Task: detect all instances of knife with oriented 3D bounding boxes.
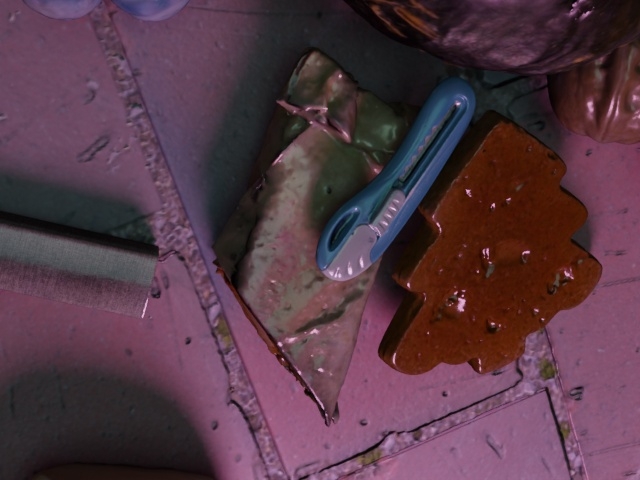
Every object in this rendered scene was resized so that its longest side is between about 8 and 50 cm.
[{"bbox_3d":[0.072,-0.056,0.763,0.064,0.031,0.222,37,87,-25],"label":"knife"}]

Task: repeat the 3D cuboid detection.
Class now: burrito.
[{"bbox_3d":[-0.012,-0.003,0.813,0.175,0.107,0.348,17,97,-8],"label":"burrito"}]

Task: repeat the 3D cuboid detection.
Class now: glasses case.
[{"bbox_3d":[-0.261,0.019,0.786,0.204,0.047,0.071,14,98,-16],"label":"glasses case"}]

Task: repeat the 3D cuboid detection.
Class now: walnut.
[{"bbox_3d":[0.301,-0.179,0.839,0.140,0.140,0.162,-3,116,-13],"label":"walnut"}]

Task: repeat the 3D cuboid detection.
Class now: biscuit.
[{"bbox_3d":[0.180,0.005,0.853,0.278,0.043,0.302,-16,122,-20],"label":"biscuit"}]

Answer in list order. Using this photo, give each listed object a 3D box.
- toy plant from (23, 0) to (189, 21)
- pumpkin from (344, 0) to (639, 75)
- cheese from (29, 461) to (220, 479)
[{"bbox_3d":[-0.178,-0.310,0.638,0.247,0.247,0.332,-31,146,-6],"label":"toy plant"},{"bbox_3d":[0.156,-0.359,0.658,0.454,0.344,0.455,-3,102,-16],"label":"pumpkin"},{"bbox_3d":[-0.199,0.339,0.821,0.265,0.127,0.233,10,98,-14],"label":"cheese"}]
